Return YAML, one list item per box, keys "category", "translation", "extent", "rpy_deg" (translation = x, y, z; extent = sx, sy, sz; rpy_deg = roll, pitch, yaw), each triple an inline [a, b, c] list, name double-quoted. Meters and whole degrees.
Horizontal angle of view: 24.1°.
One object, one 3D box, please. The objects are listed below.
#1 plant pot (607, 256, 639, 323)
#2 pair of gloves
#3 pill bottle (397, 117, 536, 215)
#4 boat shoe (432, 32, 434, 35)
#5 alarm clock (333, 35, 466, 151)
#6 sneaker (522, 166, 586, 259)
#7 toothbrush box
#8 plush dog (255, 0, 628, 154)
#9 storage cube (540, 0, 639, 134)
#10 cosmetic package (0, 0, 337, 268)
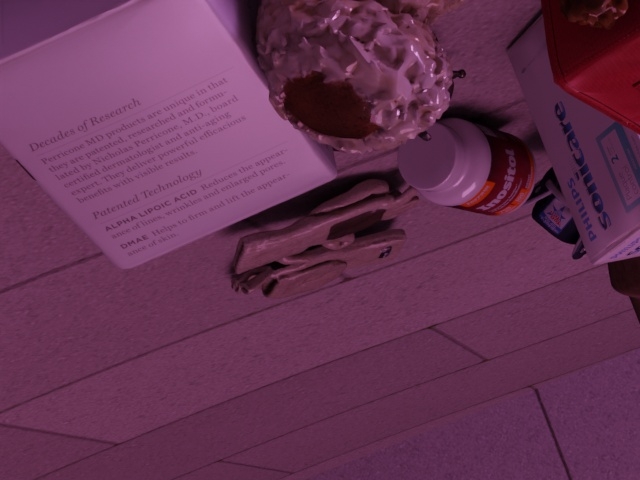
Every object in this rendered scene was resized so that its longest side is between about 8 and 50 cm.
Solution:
- category: "plant pot"
  translation: [0.421, 0.092, 1.474]
  extent: [0.263, 0.229, 0.263]
  rpy_deg: [-6, -174, 1]
- category: "pair of gloves"
  translation: [0.000, 0.000, 1.596]
  extent: [0.204, 0.042, 0.240]
  rpy_deg: [-20, 165, -9]
- category: "pill bottle"
  translation: [0.140, -0.072, 1.449]
  extent: [0.086, 0.086, 0.152]
  rpy_deg: [-29, 160, 29]
- category: "boat shoe"
  translation: [0.018, -0.157, 1.037]
  extent: [0.105, 0.113, 0.306]
  rpy_deg: [-20, 153, -41]
- category: "alarm clock"
  translation: [0.035, -0.123, 1.233]
  extent: [0.129, 0.064, 0.192]
  rpy_deg: [-29, 157, 28]
- category: "sneaker"
  translation: [0.265, -0.058, 1.485]
  extent: [0.153, 0.099, 0.282]
  rpy_deg: [-46, 168, 16]
- category: "toothbrush box"
  translation: [0.343, -0.118, 1.311]
  extent: [0.295, 0.216, 0.126]
  rpy_deg: [-9, 160, -26]
- category: "plush dog"
  translation: [0.063, -0.207, 0.806]
  extent: [0.225, 0.262, 0.210]
  rpy_deg: [-16, -163, 20]
- category: "storage cube"
  translation: [0.253, -0.173, 0.859]
  extent: [0.184, 0.215, 0.193]
  rpy_deg: [25, 141, -35]
- category: "cosmetic package"
  translation: [-0.103, -0.111, 0.877]
  extent: [0.151, 0.151, 0.183]
  rpy_deg: [-23, 137, 13]
